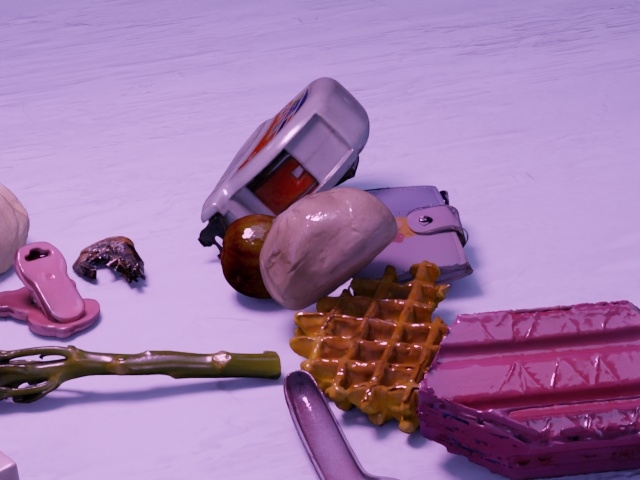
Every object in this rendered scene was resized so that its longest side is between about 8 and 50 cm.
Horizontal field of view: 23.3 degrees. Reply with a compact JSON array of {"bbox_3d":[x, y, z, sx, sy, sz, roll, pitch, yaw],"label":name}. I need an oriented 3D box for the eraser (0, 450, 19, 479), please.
[{"bbox_3d":[-0.439,0.280,1.513,0.279,0.081,0.124,-27,34,-38],"label":"eraser"}]

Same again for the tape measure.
[{"bbox_3d":[-0.037,-0.099,2.124,0.246,0.125,0.243,-39,14,25],"label":"tape measure"}]

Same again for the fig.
[{"bbox_3d":[-0.050,0.023,1.969,0.155,0.109,0.103,2,67,-12],"label":"fig"}]

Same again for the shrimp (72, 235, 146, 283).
[{"bbox_3d":[-0.280,0.033,2.069,0.091,0.034,0.161,-25,24,-14],"label":"shrimp"}]

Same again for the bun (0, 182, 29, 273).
[{"bbox_3d":[-0.535,-0.031,2.093,0.259,0.160,0.259,-2,29,1],"label":"bun"}]

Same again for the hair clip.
[{"bbox_3d":[-0.346,0.082,1.974,0.123,0.102,0.138,-24,64,-32],"label":"hair clip"}]

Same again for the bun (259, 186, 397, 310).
[{"bbox_3d":[0.000,0.000,1.866,0.173,0.113,0.166,-34,-8,-17],"label":"bun"}]

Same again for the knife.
[{"bbox_3d":[0.003,0.222,1.598,0.123,0.053,0.278,-14,26,-10],"label":"knife"}]

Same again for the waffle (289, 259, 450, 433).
[{"bbox_3d":[0.105,0.128,1.767,0.260,0.069,0.293,-23,32,-27],"label":"waffle"}]

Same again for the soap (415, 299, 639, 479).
[{"bbox_3d":[0.221,0.152,1.586,0.250,0.099,0.162,-4,56,-3],"label":"soap"}]

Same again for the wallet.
[{"bbox_3d":[0.106,0.003,2.026,0.170,0.069,0.231,-10,32,-2],"label":"wallet"}]

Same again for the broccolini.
[{"bbox_3d":[-0.243,0.154,1.795,0.392,0.078,0.074,1,15,-5],"label":"broccolini"}]
